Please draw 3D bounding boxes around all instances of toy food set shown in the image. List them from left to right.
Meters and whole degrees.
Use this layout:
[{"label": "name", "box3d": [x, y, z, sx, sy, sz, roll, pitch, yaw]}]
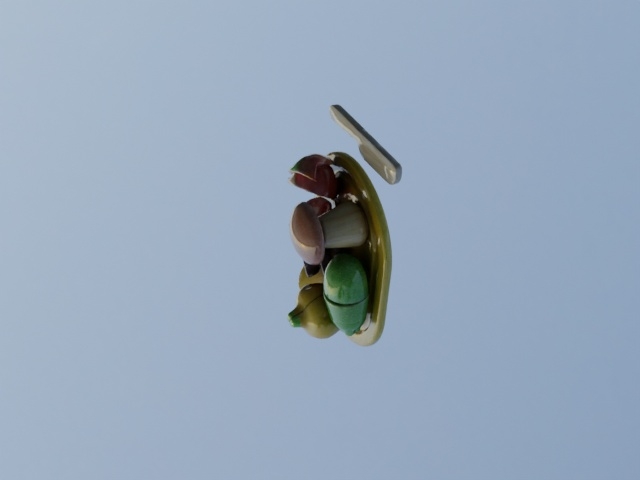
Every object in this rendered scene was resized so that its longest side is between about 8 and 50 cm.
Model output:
[{"label": "toy food set", "box3d": [0.000, 0.000, 1.604, 0.071, 0.218, 0.128, -15, -136, -22]}]
